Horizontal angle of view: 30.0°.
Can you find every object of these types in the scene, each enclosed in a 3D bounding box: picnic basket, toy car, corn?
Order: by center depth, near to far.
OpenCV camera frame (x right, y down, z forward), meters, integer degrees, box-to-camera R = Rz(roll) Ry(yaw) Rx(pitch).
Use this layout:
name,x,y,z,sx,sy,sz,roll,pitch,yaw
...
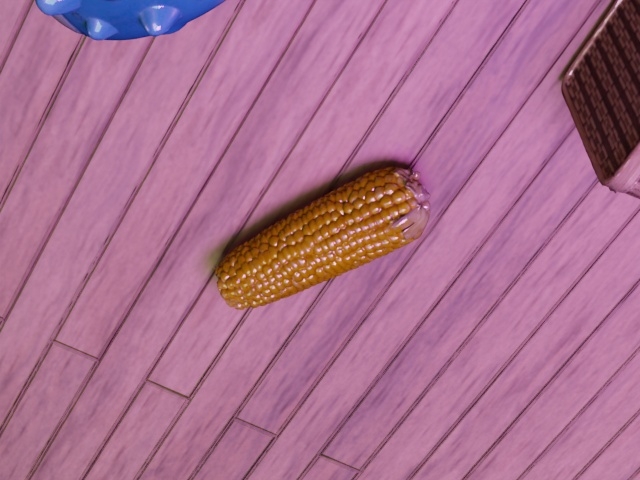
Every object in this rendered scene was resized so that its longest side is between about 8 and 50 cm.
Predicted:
name,x,y,z,sx,sy,sz,roll,pitch,yaw
toy car,-0.178,-0.266,1.068,0.255,0.190,0.188,-5,128,33
picnic basket,0.380,-0.193,1.101,0.175,0.228,0.312,22,122,-16
corn,0.002,0.000,1.319,0.260,0.091,0.091,-25,160,17
